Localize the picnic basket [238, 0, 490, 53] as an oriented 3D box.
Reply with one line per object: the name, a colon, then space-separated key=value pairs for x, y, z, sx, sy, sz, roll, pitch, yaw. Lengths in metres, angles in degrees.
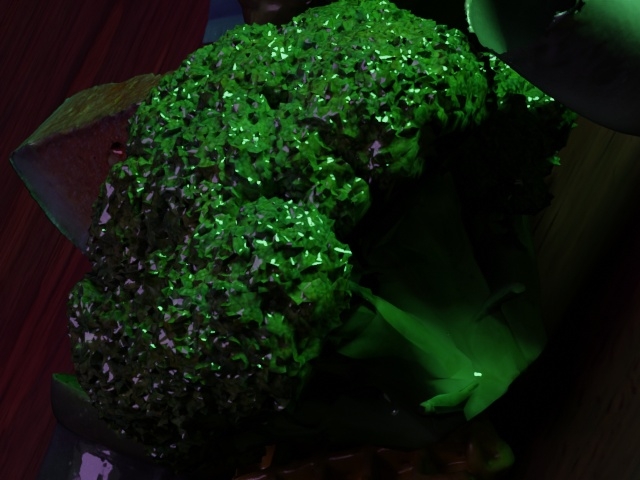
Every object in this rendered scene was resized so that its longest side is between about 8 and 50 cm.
picnic basket: x=0.052 y=-0.285 z=1.358 sx=0.254 sy=0.291 sz=0.321 roll=-47 pitch=49 yaw=32

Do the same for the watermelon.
watermelon: x=-0.161 y=-0.080 z=1.707 sx=0.256 sy=0.193 sz=0.140 roll=-30 pitch=16 yaw=51

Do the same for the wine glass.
wine glass: x=0.196 y=-0.128 z=1.126 sx=0.111 sy=0.204 sz=0.111 roll=-26 pitch=54 yaw=42

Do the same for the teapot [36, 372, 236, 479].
teapot: x=-0.182 y=0.295 z=1.478 sx=0.270 sy=0.200 sz=0.337 roll=-174 pitch=103 yaw=-84

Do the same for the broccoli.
broccoli: x=-0.005 y=0.005 z=1.187 sx=0.321 sy=0.310 sz=0.413 roll=-6 pitch=20 yaw=32

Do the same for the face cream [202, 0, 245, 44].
face cream: x=-0.044 y=-0.386 z=1.773 sx=0.135 sy=0.086 sz=0.385 roll=3 pitch=78 yaw=57

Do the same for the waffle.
waffle: x=0.036 y=0.171 z=1.248 sx=0.210 sy=0.055 sz=0.160 roll=-13 pitch=36 yaw=22
